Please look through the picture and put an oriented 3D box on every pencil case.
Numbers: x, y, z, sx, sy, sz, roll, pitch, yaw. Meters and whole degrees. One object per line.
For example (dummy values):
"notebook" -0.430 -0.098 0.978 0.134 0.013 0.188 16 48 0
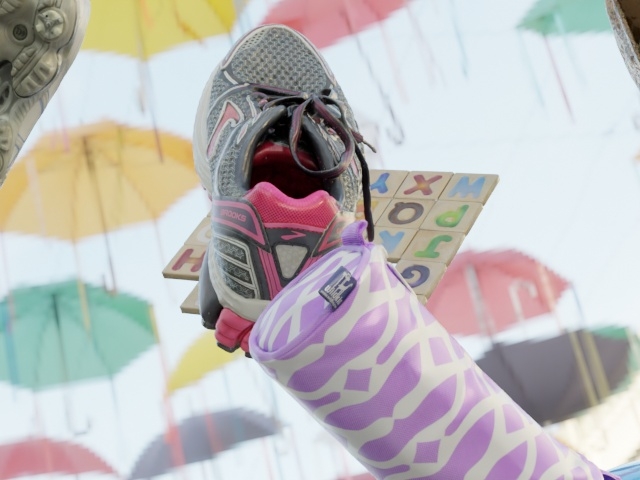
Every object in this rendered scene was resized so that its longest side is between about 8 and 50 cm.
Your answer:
"pencil case" 0.056 0.086 0.874 0.206 0.088 0.086 47 -25 -19

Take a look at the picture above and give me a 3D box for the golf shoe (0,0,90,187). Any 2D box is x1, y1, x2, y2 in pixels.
"golf shoe" -0.178 -0.069 0.953 0.176 0.069 0.086 -51 -4 15

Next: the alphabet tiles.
"alphabet tiles" 0.000 0.000 1.382 0.237 0.198 0.009 4 -51 28

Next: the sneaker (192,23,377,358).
"sneaker" -0.016 -0.055 1.107 0.121 0.299 0.112 4 -54 -8

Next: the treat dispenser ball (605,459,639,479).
"treat dispenser ball" 0.216 0.266 0.987 0.288 0.288 0.288 -11 -29 -6

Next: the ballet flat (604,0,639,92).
"ballet flat" 0.266 -0.200 1.364 0.107 0.316 0.106 -29 -3 11
